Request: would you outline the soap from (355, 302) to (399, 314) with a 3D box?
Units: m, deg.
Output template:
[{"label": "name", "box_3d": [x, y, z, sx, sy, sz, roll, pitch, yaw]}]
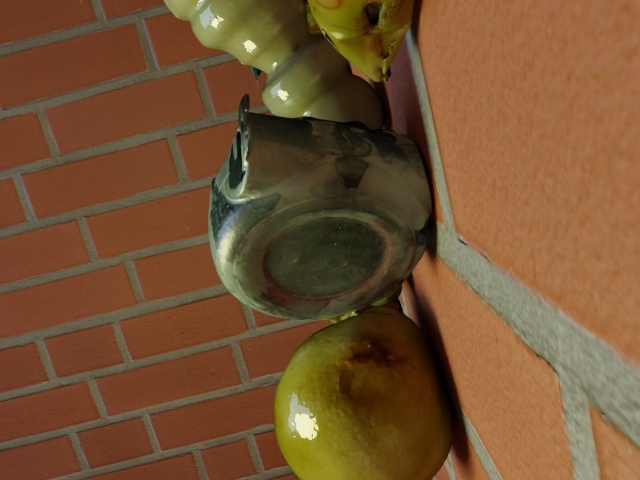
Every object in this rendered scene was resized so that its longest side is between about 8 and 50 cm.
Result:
[{"label": "soap", "box_3d": [0.141, 0.211, 1.392, 0.289, 0.112, 0.182, 71, -175, -81]}]

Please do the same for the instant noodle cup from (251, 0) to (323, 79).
[{"label": "instant noodle cup", "box_3d": [-0.056, -0.404, 0.947, 0.240, 0.178, 0.240, -14, -90, -89]}]

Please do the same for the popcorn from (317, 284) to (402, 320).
[{"label": "popcorn", "box_3d": [-0.002, 0.007, 1.065, 0.279, 0.275, 0.335, -42, 24, 49]}]

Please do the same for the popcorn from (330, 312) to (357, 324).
[{"label": "popcorn", "box_3d": [0.094, 0.171, 1.777, 0.259, 0.213, 0.258, 171, 90, -85]}]

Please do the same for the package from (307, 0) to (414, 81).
[{"label": "package", "box_3d": [0.025, -0.230, 0.440, 0.226, 0.090, 0.168, 45, -148, -84]}]

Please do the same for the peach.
[{"label": "peach", "box_3d": [0.065, 0.269, 0.924, 0.315, 0.282, 0.313, 111, 152, -76]}]

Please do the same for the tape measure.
[{"label": "tape measure", "box_3d": [-0.002, -0.030, 0.681, 0.275, 0.257, 0.147, 112, 156, -43]}]

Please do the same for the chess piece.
[{"label": "chess piece", "box_3d": [-0.037, -0.250, 0.782, 0.330, 0.182, 0.182, 49, -172, -15]}]
